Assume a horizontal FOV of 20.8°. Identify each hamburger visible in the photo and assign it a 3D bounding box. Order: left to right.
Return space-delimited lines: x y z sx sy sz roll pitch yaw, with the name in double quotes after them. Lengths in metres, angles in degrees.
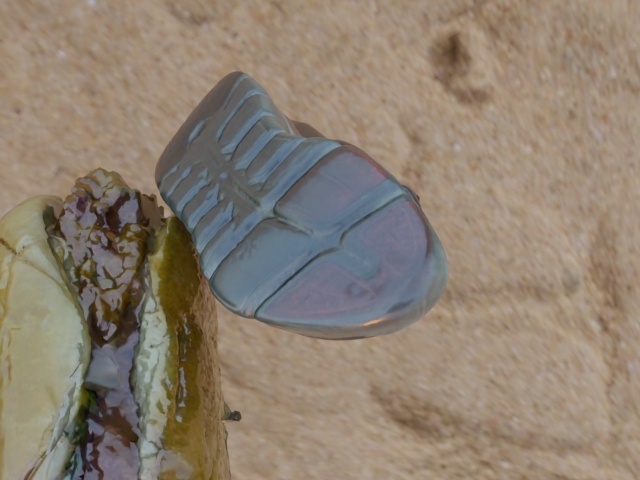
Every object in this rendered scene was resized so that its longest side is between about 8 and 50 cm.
-0.130 0.082 1.065 0.155 0.282 0.245 -7 100 -1 "hamburger"

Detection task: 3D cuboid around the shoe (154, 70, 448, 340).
0.000 0.000 1.022 0.114 0.137 0.291 -51 30 3 "shoe"
